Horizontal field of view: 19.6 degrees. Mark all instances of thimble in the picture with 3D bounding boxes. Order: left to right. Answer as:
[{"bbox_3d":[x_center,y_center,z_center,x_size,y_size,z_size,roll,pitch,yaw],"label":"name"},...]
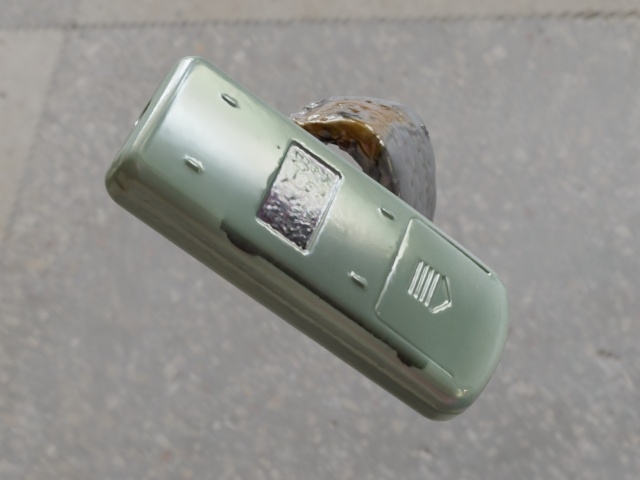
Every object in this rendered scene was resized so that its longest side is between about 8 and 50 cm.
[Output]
[{"bbox_3d":[0.020,-0.035,1.466,0.127,0.118,0.151,7,107,16],"label":"thimble"}]

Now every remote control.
[{"bbox_3d":[0.000,0.000,1.256,0.056,0.296,0.140,-43,16,44],"label":"remote control"}]
